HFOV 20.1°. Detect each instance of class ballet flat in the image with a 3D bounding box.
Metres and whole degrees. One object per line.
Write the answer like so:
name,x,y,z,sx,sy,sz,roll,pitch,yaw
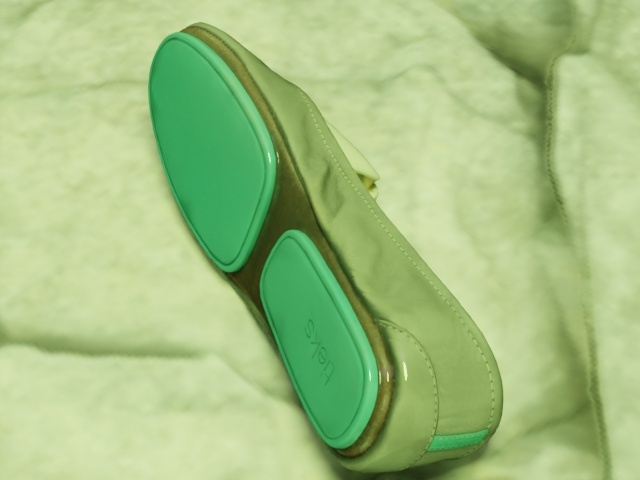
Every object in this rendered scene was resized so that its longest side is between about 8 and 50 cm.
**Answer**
ballet flat,0.000,0.000,0.659,0.068,0.072,0.213,2,41,-33
